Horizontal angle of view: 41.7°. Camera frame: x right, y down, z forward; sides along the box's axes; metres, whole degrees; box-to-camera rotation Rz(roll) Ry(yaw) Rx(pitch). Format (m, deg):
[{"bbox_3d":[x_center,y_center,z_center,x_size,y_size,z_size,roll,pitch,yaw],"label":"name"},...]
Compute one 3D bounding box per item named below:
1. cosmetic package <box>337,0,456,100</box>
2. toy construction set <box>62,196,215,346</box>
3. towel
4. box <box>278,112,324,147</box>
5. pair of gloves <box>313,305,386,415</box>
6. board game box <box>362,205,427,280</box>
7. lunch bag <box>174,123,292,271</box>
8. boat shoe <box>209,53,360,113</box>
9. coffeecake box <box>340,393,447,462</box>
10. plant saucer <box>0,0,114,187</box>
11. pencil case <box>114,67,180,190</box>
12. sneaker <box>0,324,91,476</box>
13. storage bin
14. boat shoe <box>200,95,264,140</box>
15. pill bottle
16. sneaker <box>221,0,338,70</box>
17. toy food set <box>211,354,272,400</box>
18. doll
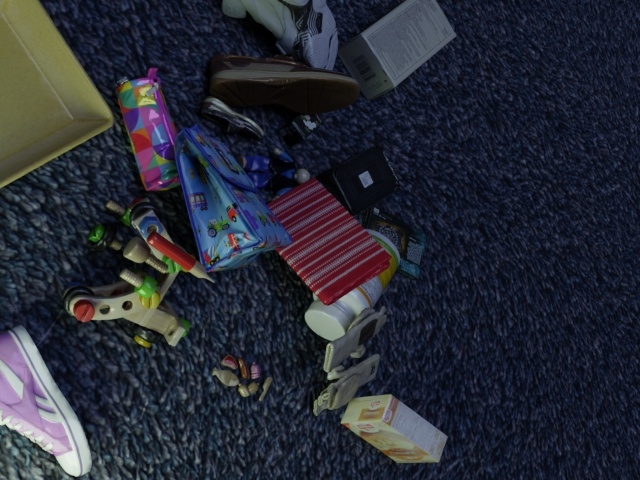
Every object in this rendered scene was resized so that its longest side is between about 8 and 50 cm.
[{"bbox_3d":[0.198,-0.509,2.163,0.309,0.113,0.160,-42,104,-37],"label":"cosmetic package"},{"bbox_3d":[-0.290,0.077,1.532,0.237,0.309,0.257,38,66,-29],"label":"toy construction set"},{"bbox_3d":[0.000,0.000,1.833,0.199,0.031,0.275,-32,68,-28],"label":"towel"},{"bbox_3d":[-0.044,-0.265,1.944,0.052,0.062,0.083,53,54,-12],"label":"box"},{"bbox_3d":[0.063,0.256,1.818,0.204,0.042,0.240,-35,143,-39],"label":"pair of gloves"},{"bbox_3d":[0.177,0.006,2.061,0.186,0.026,0.126,28,63,-29],"label":"board game box"},{"bbox_3d":[-0.201,-0.096,1.695,0.293,0.138,0.221,64,13,5],"label":"lunch bag"},{"bbox_3d":[-0.081,-0.367,1.881,0.342,0.123,0.123,-1,59,-13],"label":"boat shoe"},{"bbox_3d":[0.163,0.419,1.864,0.185,0.142,0.068,39,58,-22],"label":"coffeecake box"},{"bbox_3d":[-0.597,-0.273,1.519,0.333,0.081,0.332,-39,101,-37],"label":"plant saucer"},{"bbox_3d":[-0.336,-0.217,1.684,0.104,0.104,0.236,-18,91,-39],"label":"pencil case"},{"bbox_3d":[-0.513,0.302,1.422,0.161,0.102,0.282,-30,86,-35],"label":"sneaker"},{"bbox_3d":[0.087,-0.136,1.995,0.180,0.084,0.122,-32,98,-39],"label":"storage bin"},{"bbox_3d":[-0.196,-0.255,1.837,0.152,0.056,0.049,29,66,-17],"label":"boat shoe"},{"bbox_3d":[0.068,0.102,1.882,0.136,0.136,0.245,47,55,-18],"label":"pill bottle"},{"bbox_3d":[-0.094,-0.517,1.936,0.137,0.210,0.365,-60,148,-31],"label":"sneaker"},{"bbox_3d":[-0.162,0.278,1.738,0.122,0.019,0.078,36,58,-15],"label":"toy food set"},{"bbox_3d":[-0.104,-0.144,1.877,0.189,0.046,0.129,-1,88,-39],"label":"doll"}]
